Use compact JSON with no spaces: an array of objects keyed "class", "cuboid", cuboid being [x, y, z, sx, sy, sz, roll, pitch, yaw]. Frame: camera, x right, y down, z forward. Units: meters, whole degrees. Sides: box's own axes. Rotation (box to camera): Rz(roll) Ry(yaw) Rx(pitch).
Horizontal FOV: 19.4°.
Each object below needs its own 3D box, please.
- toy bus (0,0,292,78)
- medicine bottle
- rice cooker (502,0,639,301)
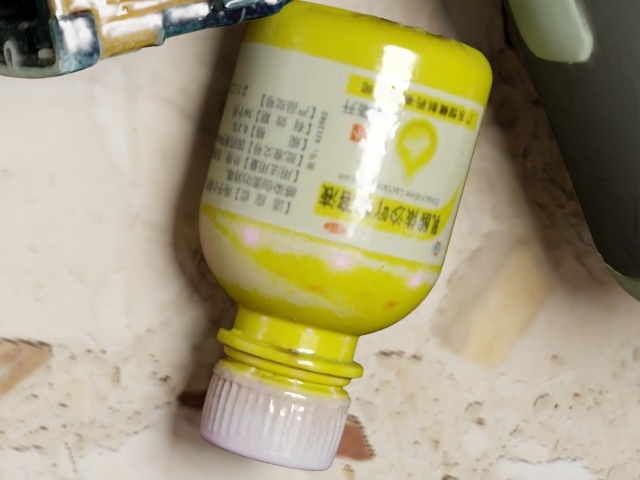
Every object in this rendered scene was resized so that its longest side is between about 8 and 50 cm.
[{"class":"toy bus","cuboid":[-0.100,-0.218,0.811,0.167,0.138,0.275,-16,103,-25]},{"class":"medicine bottle","cuboid":[0.000,0.000,0.900,0.122,0.122,0.212,14,92,-27]},{"class":"rice cooker","cuboid":[0.234,-0.124,0.910,0.288,0.288,0.277,-29,110,-19]}]
